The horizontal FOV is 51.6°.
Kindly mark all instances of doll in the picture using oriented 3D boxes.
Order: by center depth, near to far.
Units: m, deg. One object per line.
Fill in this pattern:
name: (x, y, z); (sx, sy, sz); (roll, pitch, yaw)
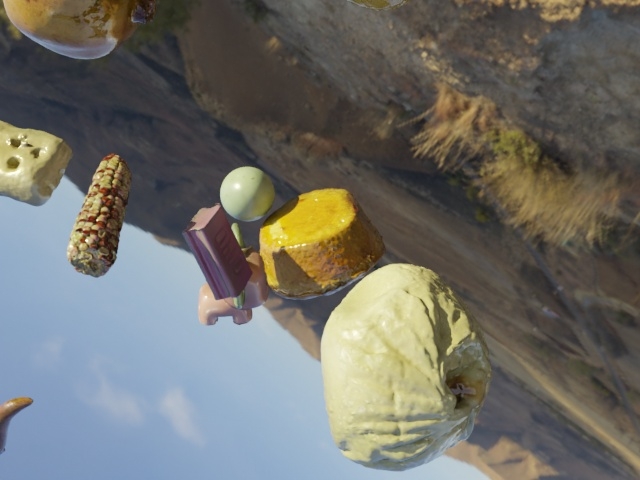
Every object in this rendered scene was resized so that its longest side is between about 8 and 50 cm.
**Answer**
doll: (-0.260, 0.113, 1.956); (0.284, 0.216, 0.268); (-103, 12, -54)

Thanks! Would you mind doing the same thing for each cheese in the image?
cheese: (-0.661, -0.175, 1.392); (0.262, 0.159, 0.093); (14, 150, 13)

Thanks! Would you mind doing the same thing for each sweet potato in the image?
sweet potato: (-0.730, 0.426, 1.508); (0.078, 0.255, 0.058); (20, -144, -26)

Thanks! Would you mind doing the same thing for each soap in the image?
soap: (-0.242, 0.030, 1.574); (0.122, 0.065, 0.203); (-65, -42, -55)

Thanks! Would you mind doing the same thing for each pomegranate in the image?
pomegranate: (-0.620, -0.682, 1.738); (0.416, 0.417, 0.416); (37, 177, 2)

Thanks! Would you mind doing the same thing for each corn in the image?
corn: (-0.418, -0.053, 1.282); (0.092, 0.092, 0.281); (39, -141, -35)

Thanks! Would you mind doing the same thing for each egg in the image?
egg: (-0.200, -0.127, 1.812); (0.149, 0.149, 0.192); (37, 180, -6)

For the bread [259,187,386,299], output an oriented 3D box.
bread: (-0.001, -0.001, 1.793); (0.358, 0.336, 0.204); (-113, 7, -64)

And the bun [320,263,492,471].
bun: (0.163, 0.216, 1.112); (0.227, 0.349, 0.352); (2, 151, 37)

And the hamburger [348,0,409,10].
hamburger: (0.079, -0.416, 0.977); (0.162, 0.115, 0.162); (19, 168, 4)
